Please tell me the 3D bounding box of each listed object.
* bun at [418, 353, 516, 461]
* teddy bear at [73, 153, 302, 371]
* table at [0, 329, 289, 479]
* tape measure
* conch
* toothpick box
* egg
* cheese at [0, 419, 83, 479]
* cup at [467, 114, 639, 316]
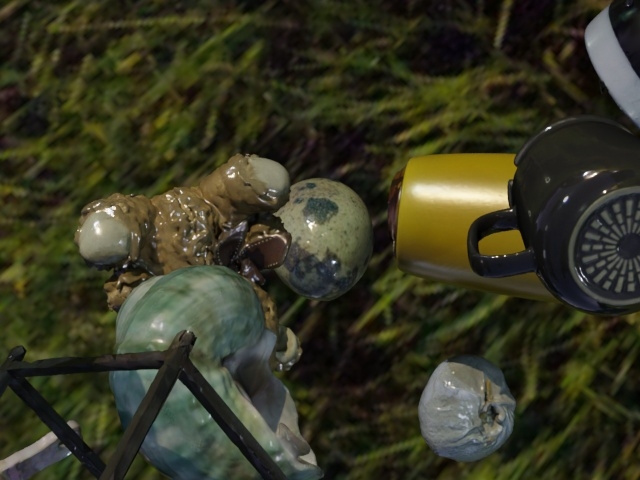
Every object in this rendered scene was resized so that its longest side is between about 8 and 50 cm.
[{"bbox_3d":[0.191,0.214,1.858,0.083,0.141,0.141,11,135,56],"label":"bun"},{"bbox_3d":[-0.135,0.055,1.675,0.256,0.267,0.156,68,156,12],"label":"teddy bear"},{"bbox_3d":[-0.161,0.291,1.279,0.222,0.272,0.335,-8,132,34],"label":"table"},{"bbox_3d":[0.357,-0.177,1.536,0.181,0.182,0.107,39,123,-18],"label":"tape measure"},{"bbox_3d":[-0.112,0.127,1.431,0.277,0.220,0.195,40,105,37],"label":"conch"},{"bbox_3d":[0.218,-0.019,1.738,0.271,0.175,0.175,6,135,10],"label":"toothpick box"},{"bbox_3d":[0.000,0.000,1.903,0.141,0.181,0.141,-1,132,-1],"label":"egg"},{"bbox_3d":[-0.389,0.283,1.629,0.082,0.286,0.163,48,160,25],"label":"cheese"},{"bbox_3d":[0.244,-0.024,1.419,0.176,0.223,0.169,-107,4,-61],"label":"cup"}]
